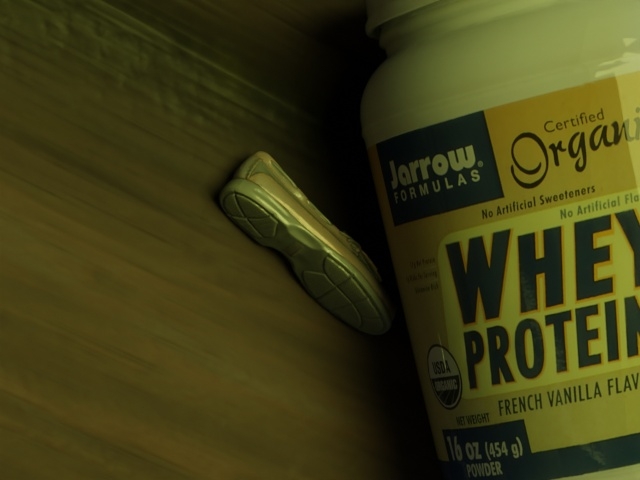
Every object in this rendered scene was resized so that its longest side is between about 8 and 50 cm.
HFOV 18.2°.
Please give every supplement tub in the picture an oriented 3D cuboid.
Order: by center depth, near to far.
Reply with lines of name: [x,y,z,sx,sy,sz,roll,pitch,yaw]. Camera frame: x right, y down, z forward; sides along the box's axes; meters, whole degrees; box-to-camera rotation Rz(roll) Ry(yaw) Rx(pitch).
supplement tub: [0.149,-0.013,1.098,0.228,0.228,0.316,-12,88,-34]

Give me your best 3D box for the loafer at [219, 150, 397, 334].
loafer: [0.000,0.000,1.113,0.125,0.045,0.039,42,55,-16]
